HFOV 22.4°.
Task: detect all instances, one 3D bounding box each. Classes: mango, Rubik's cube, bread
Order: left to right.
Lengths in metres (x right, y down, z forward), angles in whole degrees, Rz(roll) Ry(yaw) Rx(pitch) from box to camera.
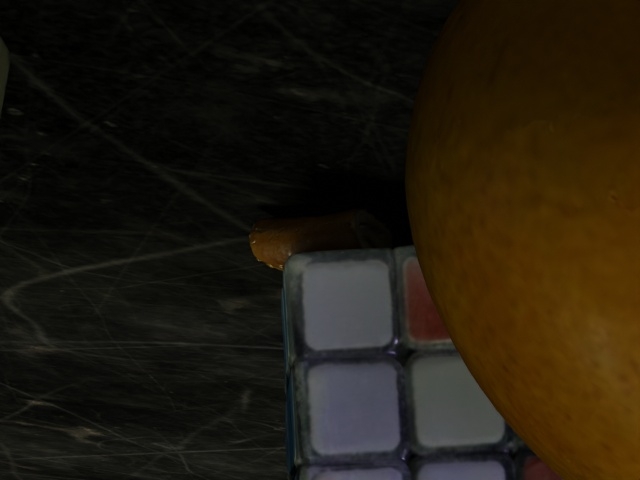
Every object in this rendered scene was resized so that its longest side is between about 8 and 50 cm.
[{"bbox_3d":[0.000,0.000,1.032,0.083,0.036,0.047,-6,160,31],"label":"bread"},{"bbox_3d":[0.105,0.146,1.030,0.253,0.259,0.256,-4,167,-2],"label":"Rubik's cube"},{"bbox_3d":[0.163,0.001,0.607,0.264,0.221,0.378,44,-176,11],"label":"mango"}]

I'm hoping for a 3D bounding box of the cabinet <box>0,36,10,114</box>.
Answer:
[{"bbox_3d":[-0.243,-0.062,0.724,0.145,0.150,0.206,6,165,4],"label":"cabinet"}]
